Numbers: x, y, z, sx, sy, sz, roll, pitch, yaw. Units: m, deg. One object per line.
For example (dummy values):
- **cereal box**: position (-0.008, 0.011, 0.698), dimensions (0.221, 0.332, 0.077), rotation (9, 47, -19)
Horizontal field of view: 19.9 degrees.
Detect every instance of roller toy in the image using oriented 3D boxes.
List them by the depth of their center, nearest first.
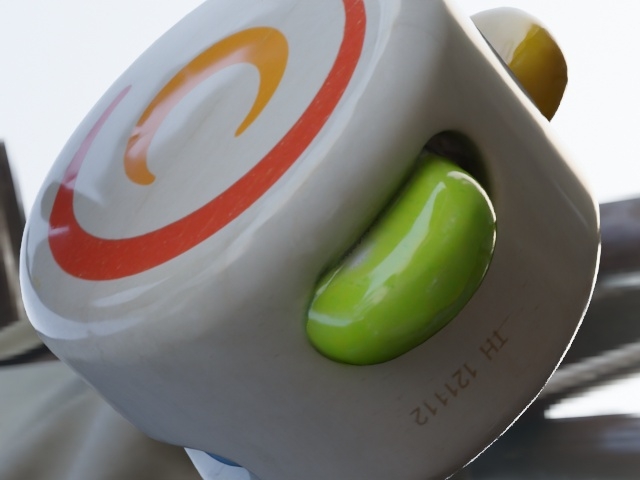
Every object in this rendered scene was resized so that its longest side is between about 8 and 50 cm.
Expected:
- **roller toy**: position (0.000, 0.000, 0.682), dimensions (0.146, 0.191, 0.209), rotation (46, -147, -31)
